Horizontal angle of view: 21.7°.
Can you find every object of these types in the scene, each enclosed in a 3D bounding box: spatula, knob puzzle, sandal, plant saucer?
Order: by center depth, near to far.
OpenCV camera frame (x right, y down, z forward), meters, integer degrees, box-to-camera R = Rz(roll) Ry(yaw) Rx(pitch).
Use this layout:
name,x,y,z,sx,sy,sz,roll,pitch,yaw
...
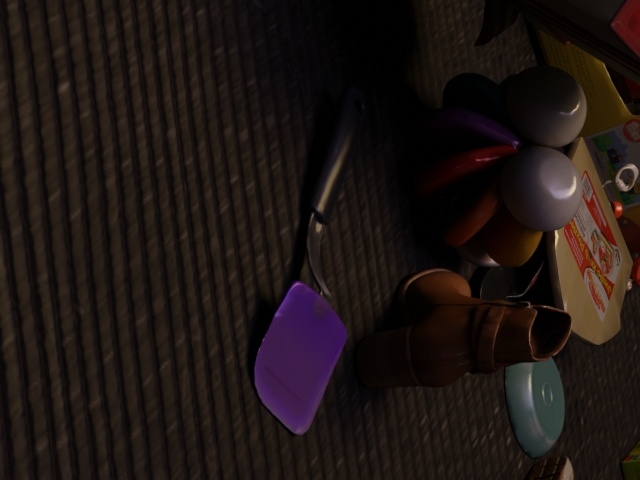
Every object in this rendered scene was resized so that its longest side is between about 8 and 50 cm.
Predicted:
name,x,y,z,sx,sy,sz,roll,pitch,yaw
spatula,0.000,0.000,1.260,0.084,0.030,0.296,47,41,-42
sandal,0.187,0.024,1.594,0.067,0.040,0.179,66,30,-23
plant saucer,0.212,0.151,1.617,0.119,0.021,0.119,32,53,-55
knob puzzle,0.258,0.021,1.680,0.213,0.030,0.213,22,64,-57

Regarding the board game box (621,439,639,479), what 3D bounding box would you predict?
name,x,y,z,sx,sy,sz,roll,pitch,yaw
board game box,0.387,0.317,1.867,0.092,0.043,0.181,-27,104,-62

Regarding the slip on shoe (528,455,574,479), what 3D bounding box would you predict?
name,x,y,z,sx,sy,sz,roll,pitch,yaw
slip on shoe,0.208,0.242,1.552,0.135,0.051,0.041,-35,110,-69

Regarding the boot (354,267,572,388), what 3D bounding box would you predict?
name,x,y,z,sx,sy,sz,roll,pitch,yaw
boot,0.131,0.068,1.352,0.197,0.152,0.073,-45,120,-58

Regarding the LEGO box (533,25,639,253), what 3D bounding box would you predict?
name,x,y,z,sx,sy,sz,roll,pitch,yaw
LEGO box,0.382,-0.292,1.908,0.372,0.193,0.500,-50,125,-56

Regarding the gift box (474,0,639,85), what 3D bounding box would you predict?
name,x,y,z,sx,sy,sz,roll,pitch,yaw
gift box,0.235,-0.259,1.354,0.276,0.258,0.255,-50,141,2

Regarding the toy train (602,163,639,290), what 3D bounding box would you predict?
name,x,y,z,sx,sy,sz,roll,pitch,yaw
toy train,0.319,-0.003,1.802,0.125,0.046,0.166,-36,120,-12

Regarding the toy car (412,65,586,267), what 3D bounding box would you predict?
name,x,y,z,sx,sy,sz,roll,pitch,yaw
toy car,0.145,-0.071,1.469,0.136,0.159,0.182,15,65,-18
